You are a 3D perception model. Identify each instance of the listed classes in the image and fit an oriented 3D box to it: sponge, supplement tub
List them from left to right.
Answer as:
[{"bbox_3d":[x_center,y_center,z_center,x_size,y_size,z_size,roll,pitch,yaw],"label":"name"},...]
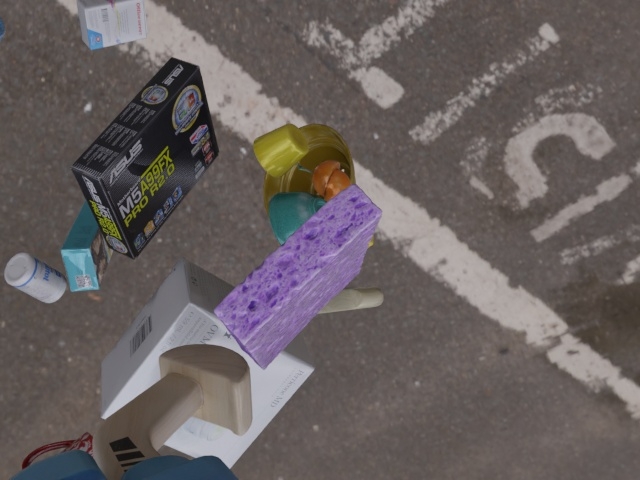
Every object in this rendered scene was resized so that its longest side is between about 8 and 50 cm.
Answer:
[{"bbox_3d":[-0.564,0.074,1.591,0.071,0.071,0.107,-25,148,13],"label":"supplement tub"},{"bbox_3d":[-0.015,0.035,0.575,0.117,0.031,0.210,-44,171,-10],"label":"sponge"}]

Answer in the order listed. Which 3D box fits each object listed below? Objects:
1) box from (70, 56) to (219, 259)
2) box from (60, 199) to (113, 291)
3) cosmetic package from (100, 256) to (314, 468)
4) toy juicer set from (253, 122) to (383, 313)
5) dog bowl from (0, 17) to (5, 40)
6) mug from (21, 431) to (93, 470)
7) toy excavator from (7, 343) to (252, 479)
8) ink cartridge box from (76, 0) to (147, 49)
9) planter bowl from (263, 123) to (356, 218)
[{"bbox_3d":[-0.277,-0.134,1.329,0.060,0.270,0.216,23,148,18],"label":"box"},{"bbox_3d":[-0.485,0.000,1.708,0.060,0.244,0.101,-4,120,0],"label":"box"},{"bbox_3d":[-0.170,0.188,1.193,0.224,0.138,0.224,31,106,-27],"label":"cosmetic package"},{"bbox_3d":[0.000,0.000,1.178,0.089,0.329,0.209,-30,144,26],"label":"toy juicer set"},{"bbox_3d":[-0.654,-0.428,1.380,0.074,0.297,0.166,-41,166,17],"label":"dog bowl"},{"bbox_3d":[-0.535,0.477,1.675,0.169,0.150,0.113,-42,177,-22],"label":"mug"},{"bbox_3d":[-0.185,0.265,0.781,0.432,0.445,0.222,-16,118,-32],"label":"toy excavator"},{"bbox_3d":[-0.413,-0.441,1.598,0.122,0.052,0.089,-20,134,-26],"label":"ink cartridge box"},{"bbox_3d":[0.000,-0.102,1.509,0.217,0.217,0.090,-41,148,26],"label":"planter bowl"}]
